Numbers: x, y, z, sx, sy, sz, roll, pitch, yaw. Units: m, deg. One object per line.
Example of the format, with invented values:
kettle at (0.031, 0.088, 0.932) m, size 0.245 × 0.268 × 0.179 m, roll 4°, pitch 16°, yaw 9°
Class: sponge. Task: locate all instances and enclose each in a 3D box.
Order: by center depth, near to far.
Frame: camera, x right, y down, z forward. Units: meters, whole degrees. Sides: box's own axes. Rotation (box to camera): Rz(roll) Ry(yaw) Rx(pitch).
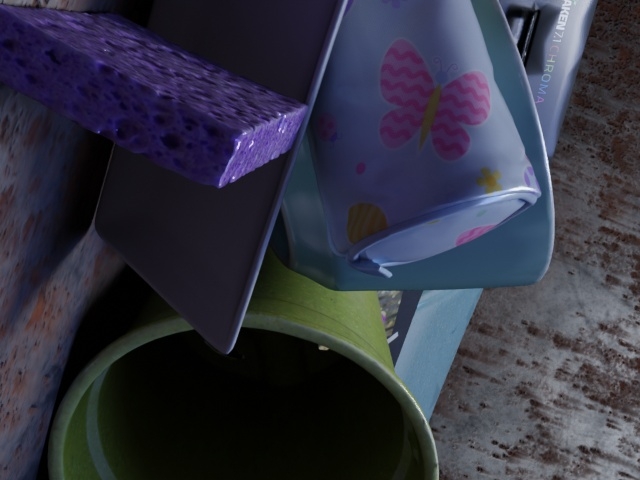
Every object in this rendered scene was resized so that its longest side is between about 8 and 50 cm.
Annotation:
sponge at (-0.075, -0.070, 0.748) m, size 0.031 × 0.117 × 0.210 m, roll -64°, pitch 177°, yaw 9°

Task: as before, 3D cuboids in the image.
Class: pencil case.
pencil case at (0.028, -0.121, 0.927) m, size 0.113 × 0.124 × 0.273 m, roll 93°, pitch -22°, yaw -78°

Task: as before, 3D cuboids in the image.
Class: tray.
tray at (-0.050, -0.084, 0.912) m, size 0.030 × 0.145 × 0.270 m, roll -7°, pitch 127°, yaw -42°

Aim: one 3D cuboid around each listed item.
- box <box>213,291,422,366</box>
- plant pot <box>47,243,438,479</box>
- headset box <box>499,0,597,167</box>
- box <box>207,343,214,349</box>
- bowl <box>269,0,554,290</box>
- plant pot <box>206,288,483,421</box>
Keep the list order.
box at (0.000, 0.000, 1.453) m, size 0.143 × 0.165 × 0.270 m, roll -10°, pitch 134°, yaw -35°
plant pot at (-0.049, 0.104, 1.239) m, size 0.254 × 0.276 × 0.276 m, roll -84°, pitch -169°, yaw -59°
headset box at (0.132, -0.219, 1.508) m, size 0.283 × 0.131 × 0.246 m, roll 43°, pitch -56°, yaw 55°
box at (-0.072, 0.161, 1.493) m, size 0.190 × 0.184 × 0.045 m, roll -50°, pitch 159°, yaw -75°
bowl at (0.023, -0.087, 1.115) m, size 0.311 × 0.163 × 0.311 m, roll 159°, pitch -90°, yaw -82°
plant pot at (-0.010, 0.102, 1.735) m, size 0.252 × 0.248 × 0.247 m, roll -25°, pitch 139°, yaw -58°
